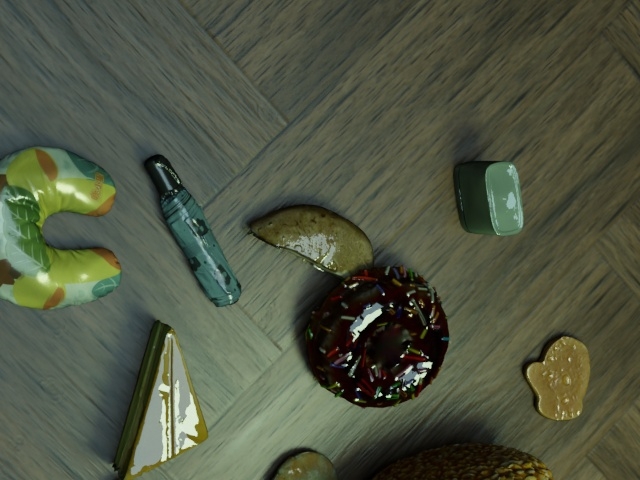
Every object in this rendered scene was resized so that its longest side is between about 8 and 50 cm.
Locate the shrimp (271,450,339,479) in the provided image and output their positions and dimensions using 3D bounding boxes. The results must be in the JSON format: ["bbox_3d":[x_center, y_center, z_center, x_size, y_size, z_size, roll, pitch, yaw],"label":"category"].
[{"bbox_3d":[-0.043,0.434,1.841,0.126,0.047,0.224,29,83,-26],"label":"shrimp"}]

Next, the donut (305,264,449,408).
[{"bbox_3d":[0.095,0.153,1.818,0.235,0.089,0.235,-7,112,-18],"label":"donut"}]

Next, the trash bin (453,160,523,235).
[{"bbox_3d":[0.261,-0.066,1.857,0.059,0.130,0.116,-11,96,-14],"label":"trash bin"}]

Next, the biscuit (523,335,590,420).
[{"bbox_3d":[0.387,0.224,1.963,0.118,0.023,0.140,16,89,-16],"label":"biscuit"}]

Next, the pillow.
[{"bbox_3d":[-0.392,-0.018,1.703,0.214,0.086,0.234,-3,91,-27],"label":"pillow"}]

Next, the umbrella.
[{"bbox_3d":[-0.192,-0.013,1.772,0.053,0.052,0.250,-25,102,21],"label":"umbrella"}]

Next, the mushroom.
[{"bbox_3d":[0.000,-0.001,1.816,0.209,0.072,0.094,29,79,-15],"label":"mushroom"}]

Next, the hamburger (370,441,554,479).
[{"bbox_3d":[0.213,0.448,1.776,0.329,0.330,0.250,-22,97,-14],"label":"hamburger"}]

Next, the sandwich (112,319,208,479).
[{"bbox_3d":[-0.258,0.228,1.728,0.144,0.117,0.187,-21,99,-17],"label":"sandwich"}]
